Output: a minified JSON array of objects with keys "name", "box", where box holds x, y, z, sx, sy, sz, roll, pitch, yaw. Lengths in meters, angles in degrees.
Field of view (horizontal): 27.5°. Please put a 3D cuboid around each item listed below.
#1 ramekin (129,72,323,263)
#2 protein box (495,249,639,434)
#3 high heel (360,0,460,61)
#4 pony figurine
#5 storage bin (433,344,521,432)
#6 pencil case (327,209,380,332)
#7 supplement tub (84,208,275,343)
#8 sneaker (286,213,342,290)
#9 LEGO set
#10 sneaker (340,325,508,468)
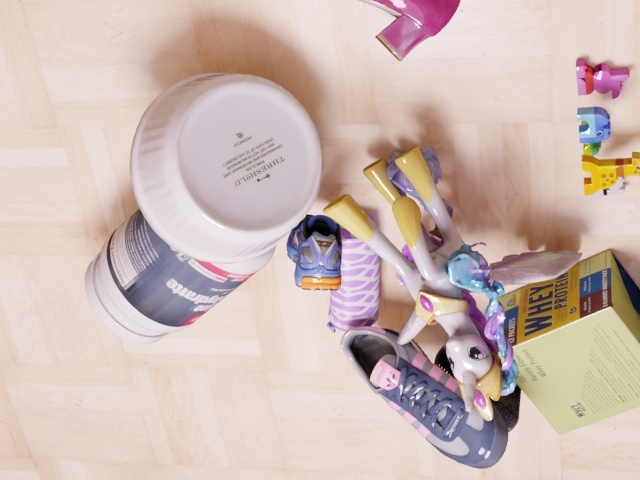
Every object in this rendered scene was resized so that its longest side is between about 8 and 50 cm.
[{"name":"ramekin","box":[-0.120,-0.108,1.812,0.273,0.273,0.127,37,162,-16]},{"name":"protein box","box":[0.403,0.158,2.002,0.201,0.136,0.200,-27,119,29]},{"name":"high heel","box":[0.070,-0.360,1.725,0.117,0.082,0.244,-43,96,2]},{"name":"pony figurine","box":[0.179,0.045,1.870,0.303,0.351,0.363,-28,99,26]},{"name":"storage bin","box":[0.245,0.233,2.068,0.122,0.180,0.084,-34,114,32]},{"name":"pencil case","box":[0.049,0.047,2.034,0.086,0.088,0.206,-17,131,-21]},{"name":"supplement tub","box":[-0.216,0.022,1.999,0.191,0.191,0.272,39,126,-18]},{"name":"sneaker","box":[0.000,0.000,1.866,0.083,0.221,0.087,5,108,-10]},{"name":"LEGO set","box":[0.407,-0.133,1.803,0.093,0.087,0.227,-2,128,15]},{"name":"sneaker","box":[0.142,0.232,1.958,0.131,0.319,0.112,21,100,-43]}]
